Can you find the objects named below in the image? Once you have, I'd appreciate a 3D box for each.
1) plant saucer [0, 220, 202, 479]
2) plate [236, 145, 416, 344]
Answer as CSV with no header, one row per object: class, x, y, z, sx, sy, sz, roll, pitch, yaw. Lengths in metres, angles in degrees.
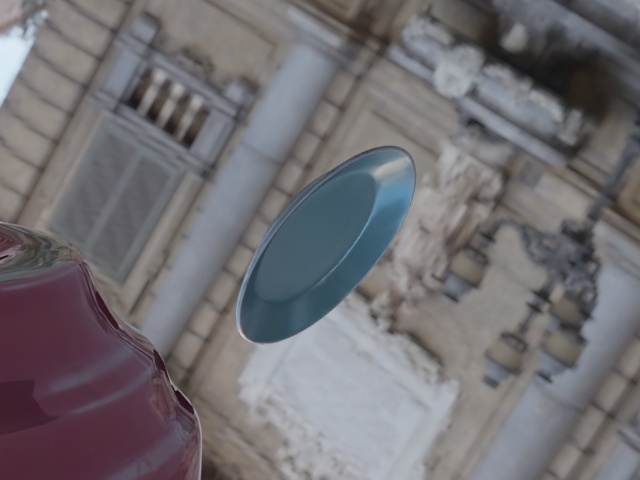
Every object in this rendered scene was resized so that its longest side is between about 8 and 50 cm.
plant saucer,-0.202,0.038,0.443,0.332,0.084,0.332,4,-174,0
plate,0.000,0.000,1.083,0.024,0.188,0.188,42,-163,24
